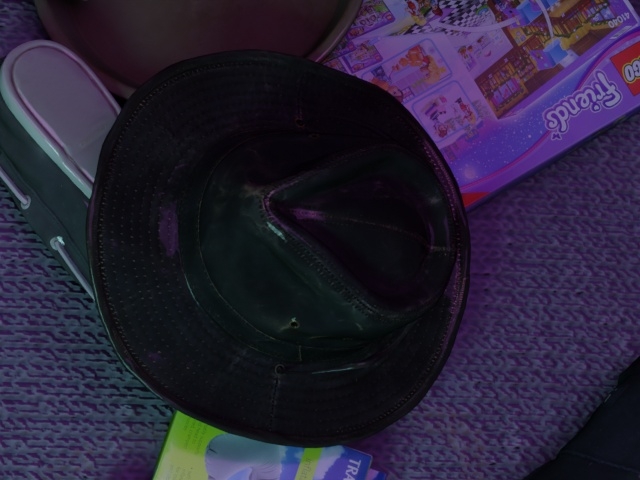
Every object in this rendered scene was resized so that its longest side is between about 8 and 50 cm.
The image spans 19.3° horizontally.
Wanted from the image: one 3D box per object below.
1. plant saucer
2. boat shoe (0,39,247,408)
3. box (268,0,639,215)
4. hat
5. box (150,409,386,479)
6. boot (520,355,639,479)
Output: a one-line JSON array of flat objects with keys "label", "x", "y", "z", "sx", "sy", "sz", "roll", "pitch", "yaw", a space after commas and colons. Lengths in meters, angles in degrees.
[{"label": "plant saucer", "x": -0.095, "y": -0.225, "z": 1.525, "sx": 0.278, "sy": 0.041, "sz": 0.278, "roll": -1, "pitch": 69, "yaw": 3}, {"label": "boat shoe", "x": -0.151, "y": -0.003, "z": 1.465, "sx": 0.112, "sy": 0.095, "sz": 0.335, "roll": -33, "pitch": 87, "yaw": -38}, {"label": "box", "x": 0.125, "y": -0.141, "z": 1.573, "sx": 0.293, "sy": 0.057, "sz": 0.201, "roll": -30, "pitch": 83, "yaw": -15}, {"label": "hat", "x": 0.000, "y": 0.000, "z": 1.385, "sx": 0.331, "sy": 0.134, "sz": 0.331, "roll": 4, "pitch": 82, "yaw": -28}, {"label": "box", "x": -0.041, "y": 0.195, "z": 1.458, "sx": 0.178, "sy": 0.042, "sz": 0.109, "roll": 21, "pitch": 72, "yaw": -7}, {"label": "boot", "x": 0.235, "y": 0.345, "z": 1.424, "sx": 0.367, "sy": 0.146, "sz": 0.445, "roll": 44, "pitch": 66, "yaw": 11}]
